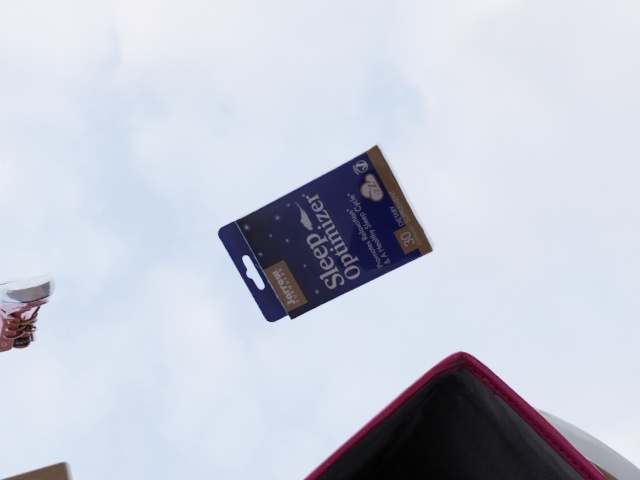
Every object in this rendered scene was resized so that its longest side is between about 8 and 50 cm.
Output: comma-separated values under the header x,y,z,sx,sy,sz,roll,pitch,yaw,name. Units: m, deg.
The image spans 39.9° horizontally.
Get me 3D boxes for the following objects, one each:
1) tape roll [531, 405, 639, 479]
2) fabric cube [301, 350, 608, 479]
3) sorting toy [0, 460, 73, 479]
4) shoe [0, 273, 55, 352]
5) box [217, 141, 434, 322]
x,y,z,sx,sy,sz,roll,pitch,yaw,name
0.303,0.333,1.040,0.392,0.392,0.072,21,-71,-20,tape roll
0.039,0.262,0.435,0.259,0.258,0.254,-34,-110,-28,fabric cube
-0.386,0.397,1.111,0.208,0.038,0.192,-5,-104,-50,sorting toy
-0.347,0.086,1.023,0.064,0.178,0.081,-16,-83,-36,shoe
0.000,0.000,1.014,0.225,0.036,0.136,-27,-83,16,box
